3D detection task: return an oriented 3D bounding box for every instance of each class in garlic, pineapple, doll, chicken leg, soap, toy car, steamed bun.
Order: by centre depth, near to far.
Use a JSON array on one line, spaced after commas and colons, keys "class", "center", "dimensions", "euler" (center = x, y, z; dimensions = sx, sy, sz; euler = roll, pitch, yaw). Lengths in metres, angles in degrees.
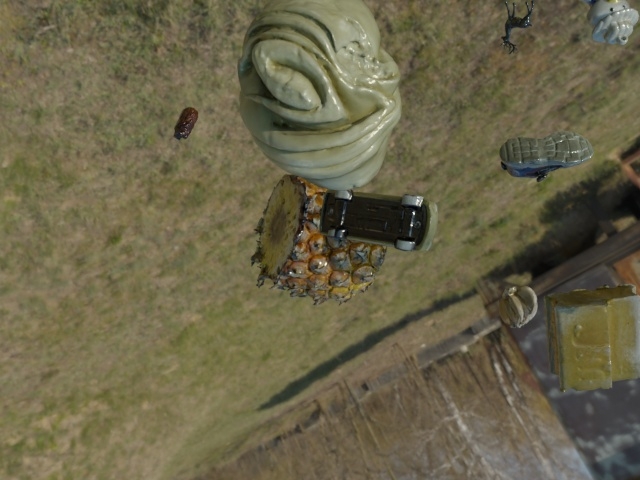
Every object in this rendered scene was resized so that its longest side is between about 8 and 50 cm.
[{"class": "steamed bun", "center": [-0.025, -0.225, 0.949], "dimensions": [0.203, 0.276, 0.288], "euler": [-22, 127, -36]}, {"class": "toy car", "center": [0.121, -0.038, 1.166], "dimensions": [0.257, 0.101, 0.125], "euler": [10, -177, 42]}, {"class": "garlic", "center": [0.480, 0.158, 1.479], "dimensions": [0.074, 0.094, 0.113], "euler": [-15, 157, -31]}, {"class": "doll", "center": [0.725, -0.626, 1.598], "dimensions": [0.139, 0.293, 0.119], "euler": [-9, 157, -15]}, {"class": "pineapple", "center": [0.000, 0.003, 1.626], "dimensions": [0.300, 0.352, 0.352], "euler": [22, 136, -28]}, {"class": "soap", "center": [0.803, 0.282, 1.794], "dimensions": [0.260, 0.280, 0.143], "euler": [-10, -164, 8]}, {"class": "chicken leg", "center": [-0.411, -0.367, 1.877], "dimensions": [0.048, 0.219, 0.089], "euler": [36, 115, -25]}]

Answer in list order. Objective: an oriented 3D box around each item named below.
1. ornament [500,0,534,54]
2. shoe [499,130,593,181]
[{"class": "ornament", "center": [0.481, -0.521, 1.504], "dimensions": [0.074, 0.125, 0.028], "euler": [12, -165, 30]}, {"class": "shoe", "center": [0.562, -0.197, 1.547], "dimensions": [0.228, 0.099, 0.125], "euler": [-2, 146, 6]}]
